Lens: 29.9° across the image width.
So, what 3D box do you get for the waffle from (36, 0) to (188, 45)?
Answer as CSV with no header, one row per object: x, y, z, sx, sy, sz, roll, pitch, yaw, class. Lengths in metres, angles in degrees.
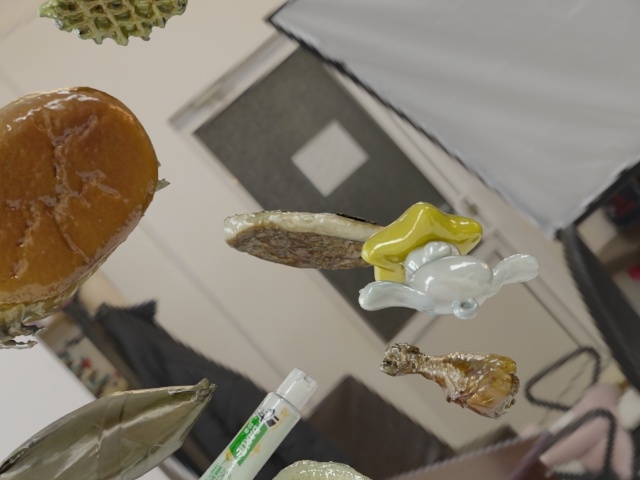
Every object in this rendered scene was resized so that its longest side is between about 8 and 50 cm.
-0.294,-0.365,1.779,0.223,0.054,0.204,3,-31,-40,waffle

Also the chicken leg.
0.179,0.185,1.687,0.251,0.107,0.087,11,84,49,chicken leg

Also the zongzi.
-0.293,0.276,1.575,0.260,0.123,0.289,-26,-2,-33,zongzi

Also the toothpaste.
-0.113,0.293,1.501,0.314,0.056,0.058,-51,10,-15,toothpaste

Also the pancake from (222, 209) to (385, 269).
0.000,-0.001,1.722,0.282,0.282,0.049,144,133,-70,pancake

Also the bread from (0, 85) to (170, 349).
-0.362,-0.040,1.480,0.183,0.236,0.389,-40,11,47,bread

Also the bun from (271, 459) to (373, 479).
0.001,0.461,1.862,0.244,0.244,0.153,-43,-16,-19,bun

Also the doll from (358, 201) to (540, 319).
0.097,0.019,0.901,0.113,0.135,0.072,-80,-9,-57,doll
